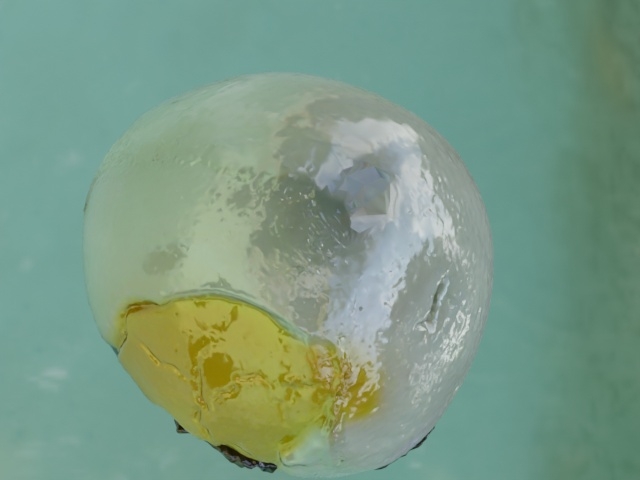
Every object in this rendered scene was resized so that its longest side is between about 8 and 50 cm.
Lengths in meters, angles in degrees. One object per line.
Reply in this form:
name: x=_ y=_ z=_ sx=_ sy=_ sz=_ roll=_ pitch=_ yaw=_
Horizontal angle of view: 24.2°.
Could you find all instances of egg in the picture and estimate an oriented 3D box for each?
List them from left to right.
egg: x=0.000 y=0.000 z=1.087 sx=0.201 sy=0.337 sz=0.337 roll=136 pitch=-39 yaw=-59
